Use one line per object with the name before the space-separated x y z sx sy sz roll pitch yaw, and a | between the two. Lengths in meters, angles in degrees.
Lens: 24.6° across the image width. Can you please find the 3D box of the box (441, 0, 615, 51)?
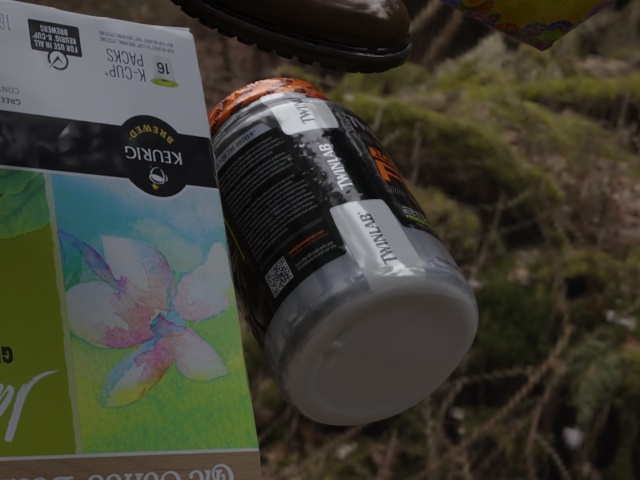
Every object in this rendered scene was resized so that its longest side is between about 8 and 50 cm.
box | 0.240 -0.394 1.437 0.177 0.279 0.290 16 -40 -44

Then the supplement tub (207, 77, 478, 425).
supplement tub | 0.000 0.000 1.461 0.207 0.207 0.338 16 32 -39

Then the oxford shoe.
oxford shoe | -0.044 -0.163 0.701 0.227 0.096 0.083 37 35 9

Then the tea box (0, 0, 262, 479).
tea box | -0.242 0.035 0.877 0.329 0.323 0.220 3 -21 -39
